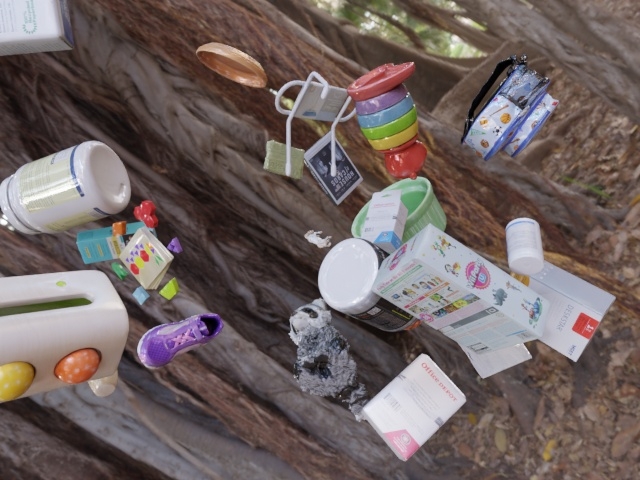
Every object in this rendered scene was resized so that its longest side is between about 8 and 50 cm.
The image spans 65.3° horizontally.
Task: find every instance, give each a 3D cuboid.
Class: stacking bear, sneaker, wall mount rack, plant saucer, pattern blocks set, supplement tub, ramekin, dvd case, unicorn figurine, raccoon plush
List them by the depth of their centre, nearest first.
[{"bbox_3d":[0.432,0.012,1.059,0.071,0.071,0.107,121,166,-51],"label":"supplement tub"},{"bbox_3d":[-0.333,0.235,1.230,0.104,0.095,0.236,-22,-1,38],"label":"sneaker"},{"bbox_3d":[0.195,-0.299,1.328,0.164,0.289,0.175,-31,26,-10],"label":"stacking bear"},{"bbox_3d":[0.157,0.131,1.339,0.316,0.193,0.194,31,-88,-45],"label":"supplement tub"},{"bbox_3d":[-0.232,-0.472,1.340,0.200,0.200,0.037,30,-99,-89],"label":"plant saucer"},{"bbox_3d":[-0.524,0.053,1.508,0.325,0.285,0.026,-32,3,37],"label":"pattern blocks set"},{"bbox_3d":[0.006,-0.356,1.553,0.350,0.130,0.304,-5,-43,-44],"label":"wall mount rack"},{"bbox_3d":[-0.802,-0.158,1.580,0.324,0.235,0.235,-16,8,11],"label":"supplement tub"},{"bbox_3d":[0.267,-0.058,1.662,0.303,0.148,0.303,-33,23,16],"label":"ramekin"},{"bbox_3d":[0.020,0.432,1.826,0.216,0.446,0.299,-21,29,2],"label":"raccoon plush"},{"bbox_3d":[0.047,-0.280,1.947,0.179,0.239,0.029,-46,19,-28],"label":"dvd case"},{"bbox_3d":[0.000,0.000,2.131,0.111,0.162,0.060,-22,-65,-53],"label":"unicorn figurine"}]

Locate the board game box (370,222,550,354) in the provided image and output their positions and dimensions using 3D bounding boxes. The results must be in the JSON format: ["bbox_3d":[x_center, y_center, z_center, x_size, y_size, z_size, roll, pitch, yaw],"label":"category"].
[{"bbox_3d":[0.293,0.118,1.085,0.097,0.303,0.224,-62,6,-29],"label":"board game box"}]

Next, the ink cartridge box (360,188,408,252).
[{"bbox_3d":[0.188,-0.055,1.446,0.104,0.060,0.180,-4,56,37],"label":"ink cartridge box"}]

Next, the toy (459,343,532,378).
[{"bbox_3d":[0.458,0.268,1.312,0.056,0.137,0.237,-25,-18,-21],"label":"toy"}]

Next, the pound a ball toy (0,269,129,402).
[{"bbox_3d":[-0.387,0.164,0.637,0.319,0.136,0.208,-3,-51,-46],"label":"pound a ball toy"}]

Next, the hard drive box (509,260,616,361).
[{"bbox_3d":[0.598,0.168,1.292,0.089,0.232,0.181,-32,-40,-35],"label":"hard drive box"}]

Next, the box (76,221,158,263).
[{"bbox_3d":[-0.687,0.005,1.706,0.060,0.244,0.100,-114,18,-47],"label":"box"}]

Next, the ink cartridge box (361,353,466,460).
[{"bbox_3d":[0.308,0.552,1.664,0.283,0.207,0.117,-38,-19,-15],"label":"ink cartridge box"}]

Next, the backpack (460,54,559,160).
[{"bbox_3d":[0.550,-0.361,1.488,0.263,0.213,0.276,-45,-15,5],"label":"backpack"}]

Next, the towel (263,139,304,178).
[{"bbox_3d":[-0.121,-0.272,1.696,0.027,0.148,0.110,-5,76,58],"label":"towel"}]

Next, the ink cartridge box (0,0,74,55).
[{"bbox_3d":[-0.555,-0.429,0.716,0.071,0.330,0.324,-165,67,-82],"label":"ink cartridge box"}]
